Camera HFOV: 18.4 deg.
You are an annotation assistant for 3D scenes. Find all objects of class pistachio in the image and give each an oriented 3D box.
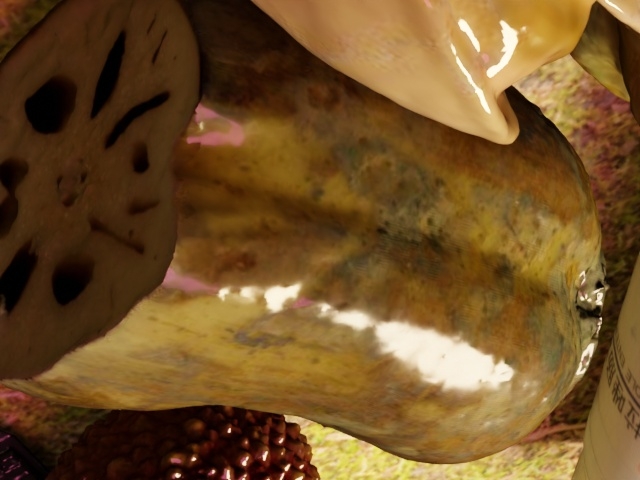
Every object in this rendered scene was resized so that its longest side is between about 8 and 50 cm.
[{"bbox_3d":[0.028,-0.199,0.888,0.229,0.238,0.321,-35,101,18],"label":"pistachio"}]

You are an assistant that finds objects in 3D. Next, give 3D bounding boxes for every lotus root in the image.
[{"bbox_3d":[0.000,0.000,1.056,0.346,0.250,0.250,17,122,-32],"label":"lotus root"}]

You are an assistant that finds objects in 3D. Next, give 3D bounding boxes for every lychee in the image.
[{"bbox_3d":[-0.083,0.173,1.227,0.188,0.188,0.188,-11,133,-12],"label":"lychee"}]

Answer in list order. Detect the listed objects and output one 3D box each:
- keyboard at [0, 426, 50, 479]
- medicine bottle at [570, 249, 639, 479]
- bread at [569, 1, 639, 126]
[{"bbox_3d":[-0.275,0.200,1.276,0.230,0.025,0.094,-30,131,7],"label":"keyboard"},{"bbox_3d":[0.276,0.096,1.268,0.189,0.190,0.332,-7,136,-15],"label":"medicine bottle"},{"bbox_3d":[0.235,-0.134,1.015,0.196,0.252,0.238,25,121,-35],"label":"bread"}]
